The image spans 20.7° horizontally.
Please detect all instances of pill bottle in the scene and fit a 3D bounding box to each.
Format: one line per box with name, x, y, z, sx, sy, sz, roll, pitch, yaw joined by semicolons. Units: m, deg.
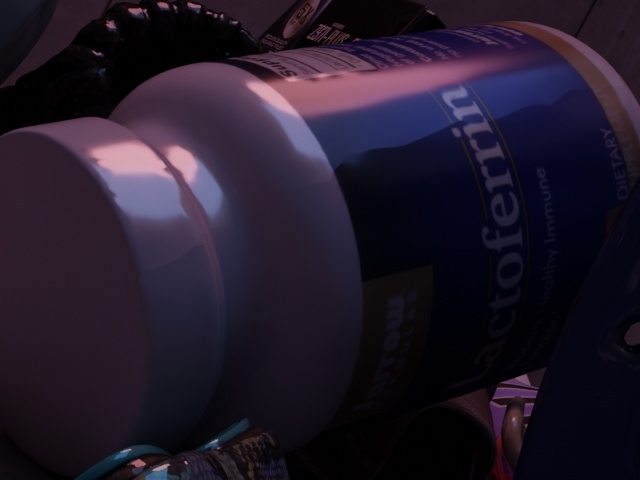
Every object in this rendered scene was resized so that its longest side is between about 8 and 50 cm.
pill bottle;0.000;0.000;0.691;0.265;0.153;0.153;-14;31;-40

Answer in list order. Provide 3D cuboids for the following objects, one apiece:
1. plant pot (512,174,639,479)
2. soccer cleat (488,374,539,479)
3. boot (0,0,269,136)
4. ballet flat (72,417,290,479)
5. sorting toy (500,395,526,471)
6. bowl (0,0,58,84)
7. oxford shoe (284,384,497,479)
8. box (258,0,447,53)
plant pot;0.165;0.099;0.577;0.236;0.212;0.236;36;2;9
soccer cleat;0.122;0.145;1.290;0.116;0.108;0.318;8;8;-13
boot;-0.046;-0.014;1.004;0.348;0.131;0.260;17;-18;-34
ballet flat;-0.036;0.092;0.508;0.070;0.070;0.188;29;3;9
sorting toy;0.174;0.184;0.962;0.229;0.041;0.307;45;3;7
bowl;-0.251;-0.149;0.911;0.163;0.311;0.311;51;-12;-33
oxford shoe;0.033;0.096;0.925;0.133;0.130;0.364;48;14;19
box;0.057;-0.055;1.003;0.180;0.077;0.147;48;-6;-25
